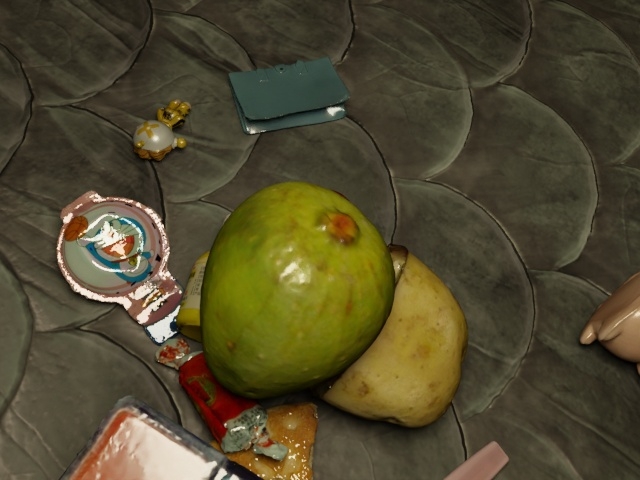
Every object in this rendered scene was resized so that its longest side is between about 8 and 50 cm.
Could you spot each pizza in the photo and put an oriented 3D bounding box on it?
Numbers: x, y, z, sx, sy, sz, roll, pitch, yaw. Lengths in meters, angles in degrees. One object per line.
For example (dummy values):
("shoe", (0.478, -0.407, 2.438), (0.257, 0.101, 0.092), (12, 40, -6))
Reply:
("pizza", (-0.064, 0.328, 0.992), (0.182, 0.063, 0.161), (-27, 47, -28))

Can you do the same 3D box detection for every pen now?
("pen", (0.226, 0.403, 1.038), (0.197, 0.032, 0.053), (-31, 76, -22))

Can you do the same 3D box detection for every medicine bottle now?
("medicine bottle", (-0.157, 0.061, 1.071), (0.121, 0.122, 0.213), (14, 65, -3))

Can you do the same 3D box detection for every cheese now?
("cheese", (-0.324, 0.043, 1.079), (0.189, 0.074, 0.286), (-38, 91, -20))

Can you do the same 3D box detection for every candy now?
("candy", (-0.157, 0.245, 0.992), (0.086, 0.059, 0.292), (-26, 50, -32))

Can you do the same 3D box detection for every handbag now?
("handbag", (-0.064, -0.296, 1.282), (0.221, 0.057, 0.144), (-15, 63, -14))

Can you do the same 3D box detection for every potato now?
("potato", (0.130, 0.174, 1.030), (0.242, 0.243, 0.286), (28, 56, 3))

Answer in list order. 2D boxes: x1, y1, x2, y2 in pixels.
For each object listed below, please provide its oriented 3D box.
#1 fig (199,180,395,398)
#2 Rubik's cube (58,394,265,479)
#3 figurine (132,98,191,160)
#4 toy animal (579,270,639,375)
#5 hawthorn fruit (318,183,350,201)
("fig", (-0.046, 0.087, 0.886), (0.258, 0.326, 0.258), (21, 31, -13))
("Rubik's cube", (-0.203, 0.424, 0.804), (0.318, 0.316, 0.313), (33, 65, 5))
("figurine", (-0.291, -0.209, 1.196), (0.143, 0.068, 0.101), (-37, 60, -22))
("toy animal", (0.630, 0.162, 1.122), (0.256, 0.195, 0.213), (36, 74, 4))
("hawthorn fruit", (0.000, 0.000, 1.097), (0.189, 0.190, 0.251), (15, 52, -3))
